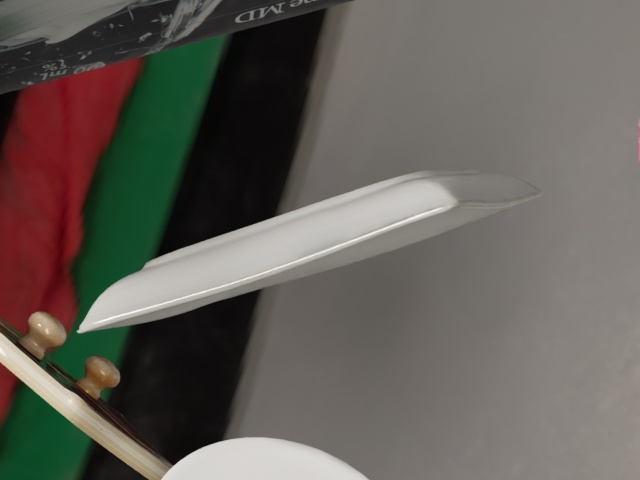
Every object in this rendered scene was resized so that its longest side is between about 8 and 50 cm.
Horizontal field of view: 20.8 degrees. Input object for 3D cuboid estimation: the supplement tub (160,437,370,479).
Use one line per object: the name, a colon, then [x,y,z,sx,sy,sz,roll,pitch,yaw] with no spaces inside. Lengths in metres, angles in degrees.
supplement tub: [-0.042,0.199,0.791,0.144,0.144,0.200,-48,-16,-48]

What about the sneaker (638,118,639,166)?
sneaker: [0.263,-0.045,0.614,0.112,0.299,0.121,71,-168,-55]

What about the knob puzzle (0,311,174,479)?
knob puzzle: [-0.129,0.051,0.818,0.030,0.213,0.213,-49,-24,-7]

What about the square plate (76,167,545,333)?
square plate: [0.000,0.000,1.538,0.344,0.347,0.049,-11,-97,-71]

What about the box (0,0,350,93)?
box: [-0.153,-0.373,1.343,0.472,0.479,0.297,102,150,-70]
